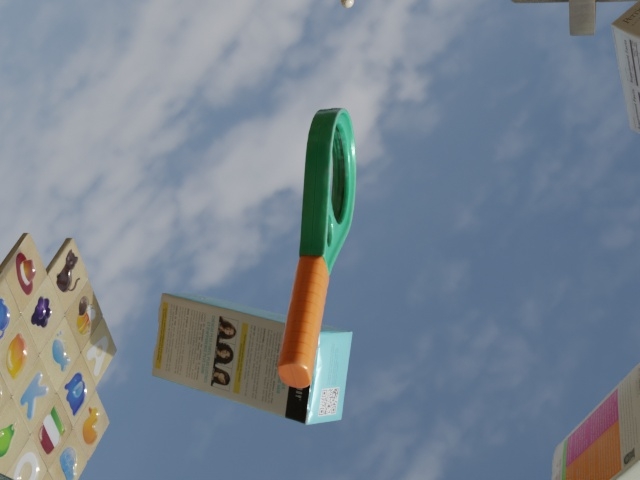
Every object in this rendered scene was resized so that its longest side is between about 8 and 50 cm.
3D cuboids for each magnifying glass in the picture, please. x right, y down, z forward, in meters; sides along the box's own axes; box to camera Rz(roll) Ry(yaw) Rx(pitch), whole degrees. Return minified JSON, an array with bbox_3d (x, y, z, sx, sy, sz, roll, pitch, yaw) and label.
[{"bbox_3d":[0.000,0.000,0.873,0.026,0.092,0.231,1,-131,13],"label":"magnifying glass"}]

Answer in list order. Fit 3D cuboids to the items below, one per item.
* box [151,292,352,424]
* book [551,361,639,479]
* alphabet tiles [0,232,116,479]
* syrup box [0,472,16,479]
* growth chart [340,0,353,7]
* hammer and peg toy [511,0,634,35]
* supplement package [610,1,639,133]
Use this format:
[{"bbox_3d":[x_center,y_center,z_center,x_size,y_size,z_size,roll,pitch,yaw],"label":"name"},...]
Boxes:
[{"bbox_3d":[-0.081,0.126,1.384,0.244,0.060,0.101,11,-84,40],"label":"box"},{"bbox_3d":[0.235,0.168,1.007,0.096,0.035,0.144,-81,-162,-47],"label":"book"},{"bbox_3d":[-0.299,0.173,1.236,0.011,0.285,0.342,5,-136,21],"label":"alphabet tiles"},{"bbox_3d":[-0.271,0.243,0.762,0.093,0.096,0.237,23,-98,10],"label":"syrup box"},{"bbox_3d":[-0.017,-0.409,1.554,0.237,0.021,0.172,37,-90,10],"label":"growth chart"},{"bbox_3d":[0.231,-0.382,1.068,0.127,0.266,0.361,1,-129,13],"label":"hammer and peg toy"},{"bbox_3d":[0.554,-0.222,1.628,0.199,0.198,0.262,-40,-134,-15],"label":"supplement package"}]
